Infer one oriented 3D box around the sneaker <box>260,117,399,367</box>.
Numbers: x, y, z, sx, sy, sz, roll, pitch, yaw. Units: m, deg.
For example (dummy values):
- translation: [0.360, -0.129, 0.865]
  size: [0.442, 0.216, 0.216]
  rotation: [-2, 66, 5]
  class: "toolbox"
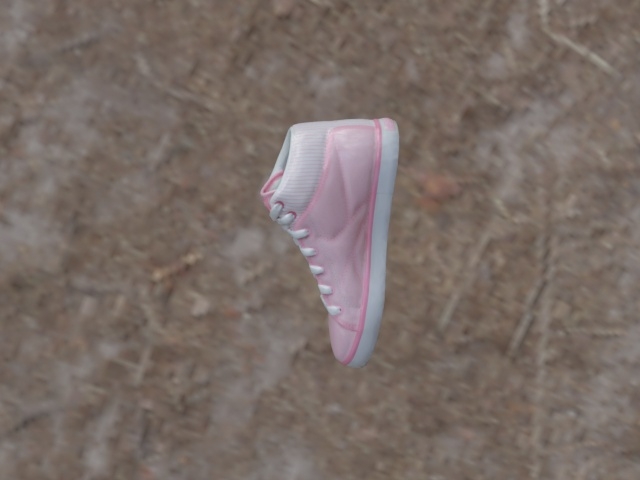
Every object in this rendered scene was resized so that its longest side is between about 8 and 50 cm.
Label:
- translation: [0.000, 0.000, 1.045]
  size: [0.051, 0.070, 0.134]
  rotation: [-129, 43, -73]
  class: "sneaker"
